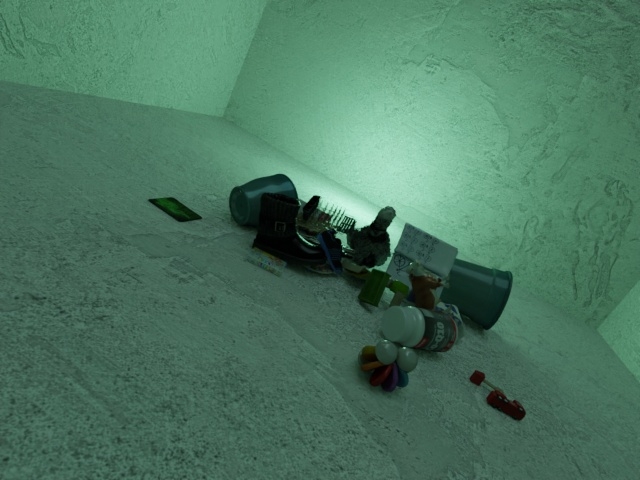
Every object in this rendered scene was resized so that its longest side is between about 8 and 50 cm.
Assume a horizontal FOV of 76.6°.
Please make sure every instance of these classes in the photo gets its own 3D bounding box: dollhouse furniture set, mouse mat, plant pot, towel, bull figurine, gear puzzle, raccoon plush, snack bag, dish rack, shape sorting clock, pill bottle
[{"bbox_3d":[0.224,0.216,1.884,0.198,0.151,0.302,32,-10,-39],"label":"dollhouse furniture set"},{"bbox_3d":[-0.621,-0.135,1.740,0.190,0.007,0.153,31,19,14],"label":"mouse mat"},{"bbox_3d":[-0.286,-0.179,1.953,0.255,0.271,0.272,-13,42,-41],"label":"plant pot"},{"bbox_3d":[0.000,0.000,2.056,0.313,0.056,0.324,21,7,-17],"label":"towel"},{"bbox_3d":[0.492,0.234,1.829,0.189,0.310,0.101,-5,5,20],"label":"bull figurine"},{"bbox_3d":[-0.071,-0.081,2.089,0.339,0.044,0.175,20,27,10],"label":"gear puzzle"},{"bbox_3d":[0.282,-0.063,2.155,0.216,0.446,0.299,19,37,-21],"label":"raccoon plush"},{"bbox_3d":[0.795,0.258,2.197,0.334,0.340,0.341,23,18,10],"label":"plant pot"},{"bbox_3d":[0.509,0.122,2.061,0.323,0.342,0.037,28,-15,-4],"label":"snack bag"},{"bbox_3d":[0.054,-0.129,2.094,0.272,0.074,0.208,20,34,8],"label":"dish rack"},{"bbox_3d":[-0.031,0.097,1.883,0.206,0.040,0.206,25,19,-9],"label":"shape sorting clock"},{"bbox_3d":[0.394,0.351,1.616,0.283,0.161,0.161,16,22,-30],"label":"pill bottle"}]

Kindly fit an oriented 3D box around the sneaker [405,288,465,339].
[{"bbox_3d":[0.563,0.341,1.959,0.315,0.127,0.182,42,19,18],"label":"sneaker"}]

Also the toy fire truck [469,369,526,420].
[{"bbox_3d":[0.676,0.590,1.552,0.192,0.047,0.135,29,18,2],"label":"toy fire truck"}]

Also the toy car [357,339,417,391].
[{"bbox_3d":[0.210,0.407,1.287,0.182,0.159,0.136,23,54,-15],"label":"toy car"}]

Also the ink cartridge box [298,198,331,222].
[{"bbox_3d":[-0.064,-0.139,2.277,0.237,0.100,0.172,29,-7,5],"label":"ink cartridge box"}]

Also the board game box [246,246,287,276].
[{"bbox_3d":[-0.220,0.087,1.672,0.154,0.026,0.103,27,19,-3],"label":"board game box"}]

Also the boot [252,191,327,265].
[{"bbox_3d":[-0.111,-0.046,1.737,0.348,0.260,0.131,15,15,-8],"label":"boot"}]

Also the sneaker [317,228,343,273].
[{"bbox_3d":[0.069,0.051,1.847,0.081,0.091,0.232,-107,172,-59],"label":"sneaker"}]

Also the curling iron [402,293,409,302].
[{"bbox_3d":[0.458,0.269,2.111,0.068,0.035,0.274,38,22,16],"label":"curling iron"}]
